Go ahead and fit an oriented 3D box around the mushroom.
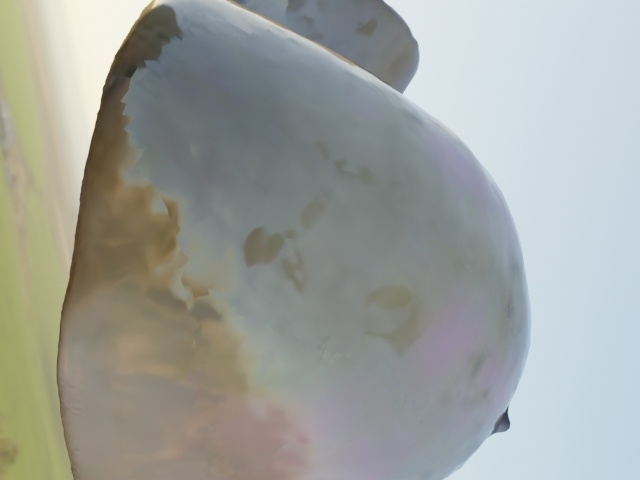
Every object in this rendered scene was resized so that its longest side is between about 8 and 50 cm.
[{"bbox_3d":[0.008,-0.006,0.529,0.173,0.162,0.236,89,14,-66],"label":"mushroom"}]
